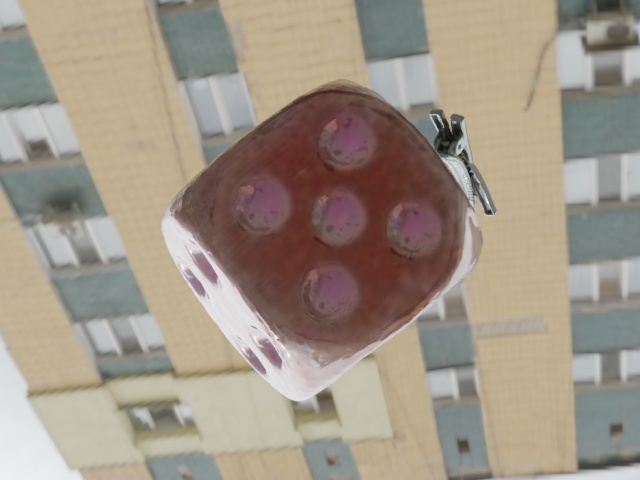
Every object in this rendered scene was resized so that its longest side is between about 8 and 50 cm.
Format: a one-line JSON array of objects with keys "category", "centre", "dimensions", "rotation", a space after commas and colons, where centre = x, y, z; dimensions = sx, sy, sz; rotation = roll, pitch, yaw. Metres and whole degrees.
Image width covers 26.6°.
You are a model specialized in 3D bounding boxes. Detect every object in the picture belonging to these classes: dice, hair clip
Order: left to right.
[{"category": "dice", "centre": [0.000, 0.000, 0.520], "dimensions": [0.094, 0.093, 0.091], "rotation": [-36, -93, -13]}, {"category": "hair clip", "centre": [0.108, -0.052, 1.066], "dimensions": [0.030, 0.115, 0.039], "rotation": [21, -113, 37]}]
